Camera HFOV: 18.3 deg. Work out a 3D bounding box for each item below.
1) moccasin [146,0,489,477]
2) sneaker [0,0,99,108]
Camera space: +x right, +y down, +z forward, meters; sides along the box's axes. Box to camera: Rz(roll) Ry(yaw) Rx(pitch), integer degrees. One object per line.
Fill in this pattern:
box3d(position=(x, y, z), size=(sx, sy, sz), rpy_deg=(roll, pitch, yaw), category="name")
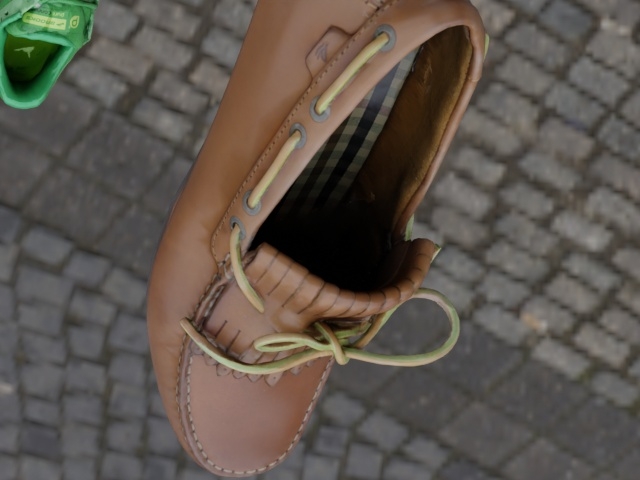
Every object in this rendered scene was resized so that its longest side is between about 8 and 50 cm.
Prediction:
box3d(position=(0.003, 0.000, 1.123), size=(0.139, 0.147, 0.380), rpy_deg=(-3, 132, -36), category="moccasin")
box3d(position=(-0.219, -0.229, 1.701), size=(0.109, 0.123, 0.295), rpy_deg=(3, 138, -21), category="sneaker")
